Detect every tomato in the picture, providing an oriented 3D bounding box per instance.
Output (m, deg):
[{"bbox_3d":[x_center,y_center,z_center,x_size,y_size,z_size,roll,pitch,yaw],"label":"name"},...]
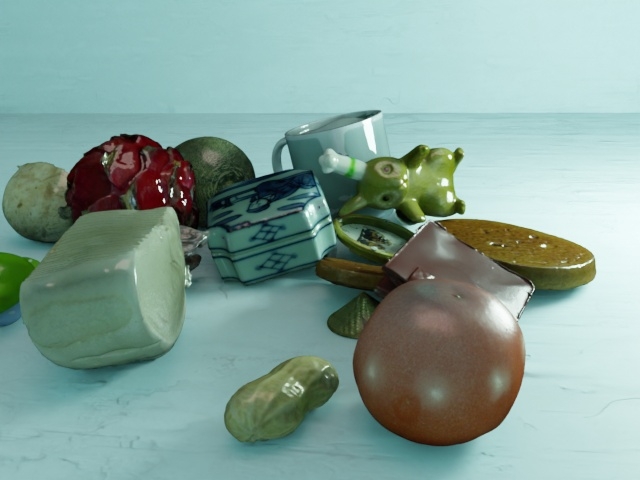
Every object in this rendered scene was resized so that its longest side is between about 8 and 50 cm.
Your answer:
[{"bbox_3d":[0.175,0.175,1.087,0.256,0.224,0.256,6,25,-3],"label":"tomato"}]

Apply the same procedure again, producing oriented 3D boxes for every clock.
[{"bbox_3d":[0.134,0.006,1.735,0.237,0.057,0.237,14,20,-5],"label":"clock"}]

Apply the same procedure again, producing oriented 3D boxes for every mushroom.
[{"bbox_3d":[-0.713,-0.076,1.935,0.254,0.195,0.189,12,56,17],"label":"mushroom"}]

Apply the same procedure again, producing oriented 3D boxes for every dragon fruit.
[{"bbox_3d":[-0.441,-0.098,1.750,0.329,0.329,0.329,-2,20,1],"label":"dragon fruit"}]

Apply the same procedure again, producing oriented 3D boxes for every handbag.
[{"bbox_3d":[0.254,0.092,1.371,0.260,0.084,0.275,35,31,12],"label":"handbag"}]

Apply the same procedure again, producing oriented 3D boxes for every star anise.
[{"bbox_3d":[-0.359,0.032,1.565,0.258,0.198,0.110,-8,53,-10],"label":"star anise"}]

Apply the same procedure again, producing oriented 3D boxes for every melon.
[{"bbox_3d":[-0.312,-0.161,2.003,0.249,0.248,0.329,-15,21,-32],"label":"melon"}]

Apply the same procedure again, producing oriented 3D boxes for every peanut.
[{"bbox_3d":[-0.053,0.235,1.114,0.099,0.090,0.214,-1,17,40],"label":"peanut"}]

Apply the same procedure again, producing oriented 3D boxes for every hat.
[{"bbox_3d":[0.084,0.129,1.425,0.146,0.067,0.146,-1,20,0],"label":"hat"}]

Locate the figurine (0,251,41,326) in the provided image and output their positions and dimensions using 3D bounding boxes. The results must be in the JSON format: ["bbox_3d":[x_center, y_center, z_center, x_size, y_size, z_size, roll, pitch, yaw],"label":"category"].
[{"bbox_3d":[-0.645,0.088,1.516,0.162,0.143,0.263,7,10,7],"label":"figurine"}]

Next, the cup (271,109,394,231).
[{"bbox_3d":[0.022,-0.174,1.950,0.357,0.274,0.259,-3,18,37],"label":"cup"}]

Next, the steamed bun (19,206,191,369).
[{"bbox_3d":[-0.366,0.096,1.326,0.247,0.236,0.383,-9,20,2],"label":"steamed bun"}]

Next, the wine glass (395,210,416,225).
[{"bbox_3d":[0.248,-0.106,2.021,0.093,0.092,0.202,2,21,10],"label":"wine glass"}]

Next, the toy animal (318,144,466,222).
[{"bbox_3d":[0.182,-0.132,1.744,0.363,0.181,0.180,-4,5,-35],"label":"toy animal"}]

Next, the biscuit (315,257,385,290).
[{"bbox_3d":[0.090,0.077,1.487,0.278,0.043,0.301,11,3,29],"label":"biscuit"}]

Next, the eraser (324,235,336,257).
[{"bbox_3d":[0.000,0.000,1.788,0.026,0.065,0.105,-13,24,-31],"label":"eraser"}]

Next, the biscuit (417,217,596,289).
[{"bbox_3d":[0.392,0.033,1.634,0.351,0.070,0.394,-9,21,-36],"label":"biscuit"}]

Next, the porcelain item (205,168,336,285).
[{"bbox_3d":[-0.118,-0.043,1.689,0.282,0.157,0.286,-16,27,1],"label":"porcelain item"}]
